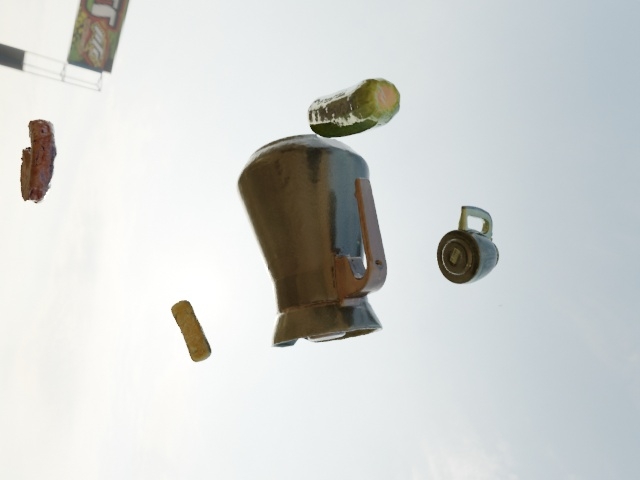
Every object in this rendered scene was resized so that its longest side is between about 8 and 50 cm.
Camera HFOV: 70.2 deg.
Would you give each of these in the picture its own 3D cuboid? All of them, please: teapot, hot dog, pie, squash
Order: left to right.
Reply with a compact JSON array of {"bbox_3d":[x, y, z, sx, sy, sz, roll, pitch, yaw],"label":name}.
[{"bbox_3d":[-0.719,-0.199,1.155,0.219,0.054,0.204,-57,-131,27],"label":"pie"},{"bbox_3d":[-0.181,0.126,0.640,0.090,0.030,0.034,65,-13,3],"label":"hot dog"},{"bbox_3d":[0.000,0.000,0.811,0.300,0.253,0.344,-33,-117,54],"label":"teapot"},{"bbox_3d":[0.036,-0.175,0.619,0.229,0.066,0.066,-158,-104,-69],"label":"squash"},{"bbox_3d":[0.305,0.015,0.936,0.111,0.108,0.149,-35,-118,49],"label":"teapot"}]
